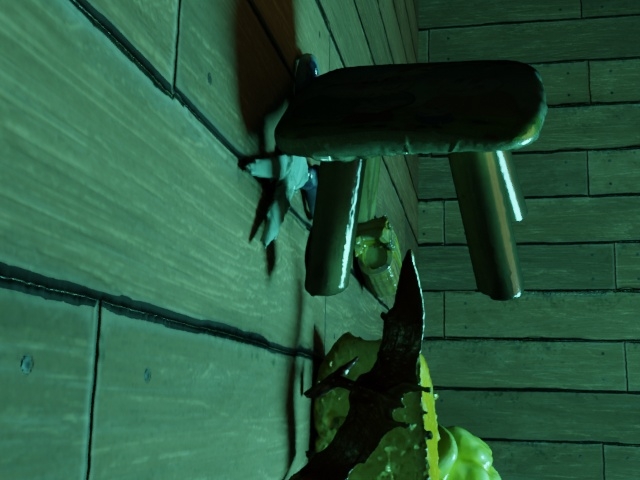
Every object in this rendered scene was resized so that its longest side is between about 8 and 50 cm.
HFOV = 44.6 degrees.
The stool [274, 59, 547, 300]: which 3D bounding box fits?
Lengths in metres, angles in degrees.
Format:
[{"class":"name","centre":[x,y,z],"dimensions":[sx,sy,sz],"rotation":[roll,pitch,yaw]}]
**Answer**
[{"class":"stool","centre":[0.123,-0.091,0.992],"dimensions":[0.310,0.310,0.226],"rotation":[-63,151,-60]}]

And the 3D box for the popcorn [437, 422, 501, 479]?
[{"class":"popcorn","centre":[0.191,0.459,1.402],"dimensions":[0.292,0.334,0.293],"rotation":[-49,118,-20]}]

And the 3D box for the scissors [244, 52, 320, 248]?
[{"class":"scissors","centre":[-0.036,-0.102,1.025],"dimensions":[0.383,0.029,0.256],"rotation":[-57,144,-68]}]

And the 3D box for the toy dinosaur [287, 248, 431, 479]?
[{"class":"toy dinosaur","centre":[0.054,0.178,1.027],"dimensions":[0.113,0.327,0.206],"rotation":[40,8,-32]}]

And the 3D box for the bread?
[{"class":"bread","centre":[0.096,0.318,1.205],"dimensions":[0.179,0.194,0.340],"rotation":[37,49,-65]}]

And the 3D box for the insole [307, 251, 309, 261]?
[{"class":"insole","centre":[0.000,0.000,1.232],"dimensions":[0.192,0.010,0.063],"rotation":[-65,152,-67]}]

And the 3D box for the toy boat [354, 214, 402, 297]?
[{"class":"toy boat","centre":[0.125,0.049,1.634],"dimensions":[0.310,0.089,0.115],"rotation":[67,16,-61]}]
